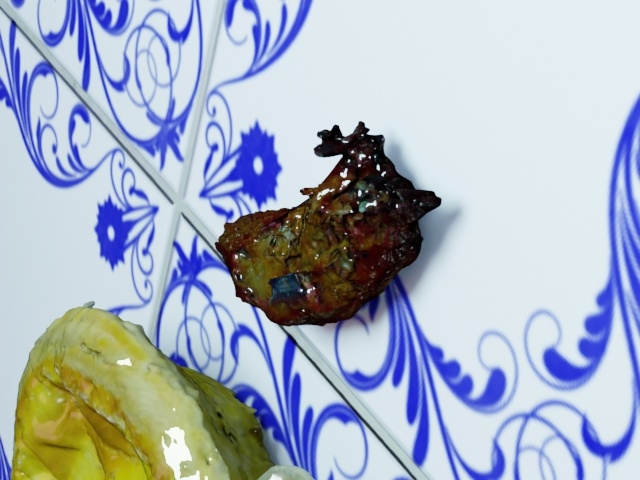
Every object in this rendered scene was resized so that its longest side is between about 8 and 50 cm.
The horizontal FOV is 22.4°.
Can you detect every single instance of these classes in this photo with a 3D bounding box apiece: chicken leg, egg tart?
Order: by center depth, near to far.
[{"bbox_3d":[0.000,0.000,1.008,0.234,0.063,0.105,-39,59,53],"label":"chicken leg"},{"bbox_3d":[-0.116,0.203,1.158,0.341,0.132,0.341,14,107,54],"label":"egg tart"}]

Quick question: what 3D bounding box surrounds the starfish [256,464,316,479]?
[{"bbox_3d":[0.048,0.254,0.789,0.324,0.082,0.432,-31,34,37],"label":"starfish"}]
